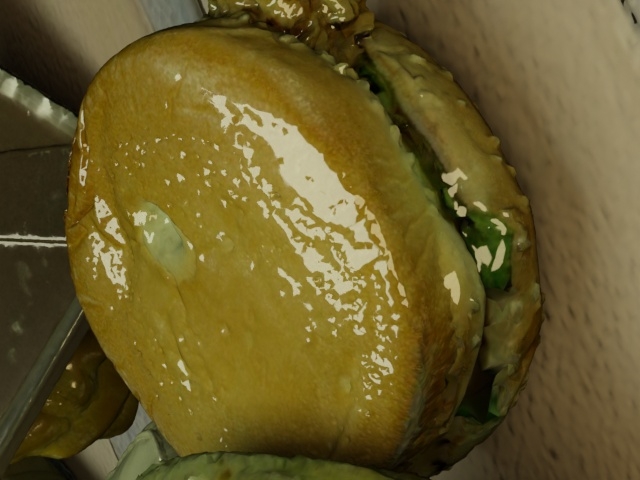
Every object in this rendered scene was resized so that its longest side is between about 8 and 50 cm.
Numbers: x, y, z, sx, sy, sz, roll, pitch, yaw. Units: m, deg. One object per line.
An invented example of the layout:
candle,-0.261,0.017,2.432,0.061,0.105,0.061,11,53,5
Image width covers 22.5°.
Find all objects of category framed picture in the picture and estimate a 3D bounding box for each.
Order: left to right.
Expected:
framed picture,-0.235,-0.016,0.906,0.281,0.209,0.019,34,-176,24

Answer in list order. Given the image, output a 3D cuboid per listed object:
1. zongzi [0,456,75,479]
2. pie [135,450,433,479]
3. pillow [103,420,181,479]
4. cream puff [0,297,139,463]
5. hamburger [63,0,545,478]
zongzi,-0.186,0.277,1.164,0.228,0.115,0.256,41,152,48
pie,0.033,0.196,0.606,0.323,0.070,0.323,17,129,22
pillow,-0.027,0.251,0.831,0.322,0.120,0.255,60,154,11
cream puff,-0.164,0.052,0.941,0.146,0.146,0.116,41,123,42
hamburger,0.000,0.000,0.616,0.189,0.122,0.215,39,137,33
